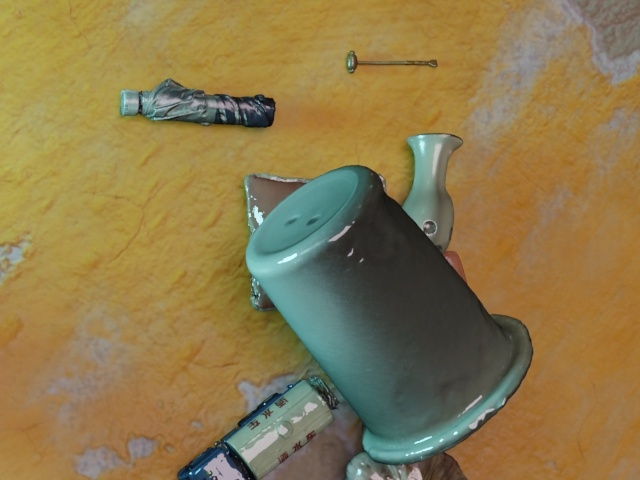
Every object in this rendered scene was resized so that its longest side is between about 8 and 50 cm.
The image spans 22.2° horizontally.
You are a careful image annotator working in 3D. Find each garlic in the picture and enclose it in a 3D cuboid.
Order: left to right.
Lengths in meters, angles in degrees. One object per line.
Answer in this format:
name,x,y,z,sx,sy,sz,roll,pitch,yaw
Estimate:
garlic,0.103,0.303,1.926,0.159,0.102,0.147,10,91,-2

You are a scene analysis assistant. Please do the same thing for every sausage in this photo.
sausage,0.165,0.053,2.024,0.034,0.034,0.083,-13,82,-18

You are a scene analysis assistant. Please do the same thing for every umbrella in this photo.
umbrella,-0.148,-0.164,1.974,0.188,0.046,0.050,3,65,-12

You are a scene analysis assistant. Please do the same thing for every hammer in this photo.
hammer,0.091,-0.226,2.069,0.123,0.014,0.029,-1,89,-19

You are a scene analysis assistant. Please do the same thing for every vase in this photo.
vase,0.067,0.070,1.848,0.245,0.245,0.291,-44,110,-19

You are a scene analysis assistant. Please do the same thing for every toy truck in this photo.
toy truck,-0.065,0.237,1.896,0.202,0.088,0.074,-37,92,-18

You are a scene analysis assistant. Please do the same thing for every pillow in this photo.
pillow,0.000,0.000,1.966,0.179,0.075,0.171,-1,81,-17

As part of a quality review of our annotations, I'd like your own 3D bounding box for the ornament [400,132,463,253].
ornament,0.134,-0.050,2.018,0.075,0.081,0.156,0,73,24
